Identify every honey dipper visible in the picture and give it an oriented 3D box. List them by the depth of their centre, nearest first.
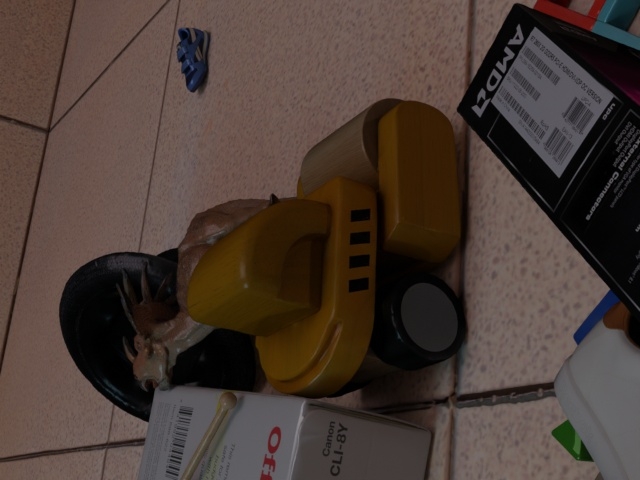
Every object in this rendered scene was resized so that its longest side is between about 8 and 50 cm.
[{"bbox_3d":[-0.130,0.225,0.982,0.160,0.031,0.030,-63,30,14],"label":"honey dipper"}]

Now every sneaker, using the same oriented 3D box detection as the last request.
[{"bbox_3d":[0.235,0.129,0.540,0.123,0.106,0.290,-66,28,27],"label":"sneaker"},{"bbox_3d":[-0.250,-0.347,1.790,0.053,0.059,0.144,-36,47,46],"label":"sneaker"}]

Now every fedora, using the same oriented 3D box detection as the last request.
[{"bbox_3d":[-0.210,0.118,1.344,0.334,0.334,0.152,-44,7,43],"label":"fedora"}]

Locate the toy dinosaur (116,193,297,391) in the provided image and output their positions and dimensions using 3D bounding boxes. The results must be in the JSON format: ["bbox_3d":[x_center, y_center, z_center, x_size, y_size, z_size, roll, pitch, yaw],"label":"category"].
[{"bbox_3d":[-0.139,0.033,1.141,0.200,0.127,0.295,3,56,37],"label":"toy dinosaur"}]

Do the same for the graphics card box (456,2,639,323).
[{"bbox_3d":[0.257,0.001,0.538,0.094,0.233,0.371,-64,29,25],"label":"graphics card box"}]

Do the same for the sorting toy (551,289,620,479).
[{"bbox_3d":[0.278,0.165,0.616,0.196,0.047,0.347,-68,29,18],"label":"sorting toy"}]

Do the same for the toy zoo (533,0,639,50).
[{"bbox_3d":[0.257,-0.193,0.846,0.293,0.030,0.192,-64,30,17],"label":"toy zoo"}]

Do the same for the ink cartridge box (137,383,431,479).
[{"bbox_3d":[-0.070,0.314,1.028,0.385,0.160,0.279,-10,67,60],"label":"ink cartridge box"}]

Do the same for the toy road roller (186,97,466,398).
[{"bbox_3d":[0.000,0.000,0.982,0.202,0.241,0.329,-30,51,52],"label":"toy road roller"}]
